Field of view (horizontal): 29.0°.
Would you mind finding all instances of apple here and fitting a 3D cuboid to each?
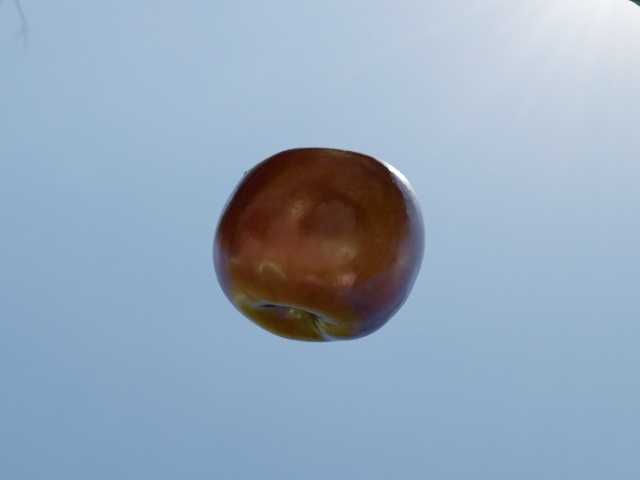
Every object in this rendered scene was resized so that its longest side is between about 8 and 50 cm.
[{"bbox_3d":[0.000,0.000,0.923,0.163,0.163,0.139,9,-114,21],"label":"apple"}]

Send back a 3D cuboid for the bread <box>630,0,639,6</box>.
[{"bbox_3d":[0.251,-0.242,0.647,0.301,0.045,0.301,-2,-96,18],"label":"bread"}]
